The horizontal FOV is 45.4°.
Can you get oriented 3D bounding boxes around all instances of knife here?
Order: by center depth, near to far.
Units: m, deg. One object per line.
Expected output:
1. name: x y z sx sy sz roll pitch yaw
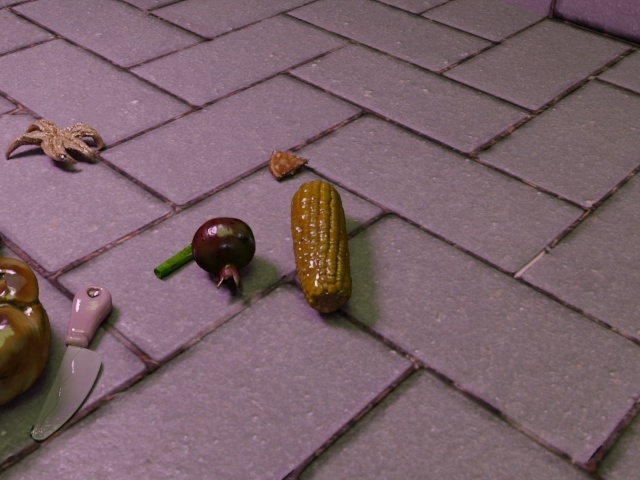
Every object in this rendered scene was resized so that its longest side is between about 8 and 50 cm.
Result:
1. knife: -0.425 0.211 1.344 0.081 0.043 0.335 7 44 -5

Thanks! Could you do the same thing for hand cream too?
1. hand cream: -0.290 0.038 1.569 0.036 0.023 0.122 34 47 20

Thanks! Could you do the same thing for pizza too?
1. pizza: -0.090 -0.174 1.855 0.100 0.029 0.099 14 47 18

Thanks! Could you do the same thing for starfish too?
1. starfish: -0.660 -0.244 1.883 0.216 0.071 0.238 -21 37 -35

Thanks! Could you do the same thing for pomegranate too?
1. pomegranate: -0.198 0.028 1.521 0.130 0.129 0.159 10 65 10

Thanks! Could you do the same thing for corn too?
1. corn: 0.000 0.000 1.556 0.121 0.120 0.363 -1 38 -5

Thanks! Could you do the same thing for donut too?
1. donut: -0.632 0.161 1.279 0.361 0.169 0.360 0 37 0
